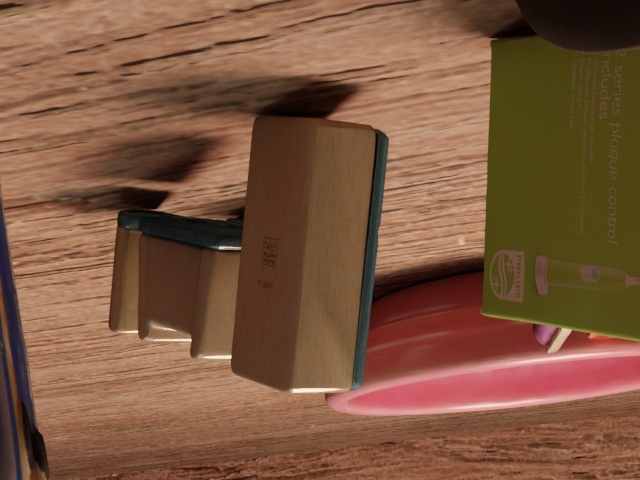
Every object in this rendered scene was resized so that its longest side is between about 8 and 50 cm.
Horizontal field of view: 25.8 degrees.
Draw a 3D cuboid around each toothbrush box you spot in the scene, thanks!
[{"bbox_3d":[0.219,-0.018,0.501,0.206,0.122,0.283,1,-177,-26],"label":"toothbrush box"}]

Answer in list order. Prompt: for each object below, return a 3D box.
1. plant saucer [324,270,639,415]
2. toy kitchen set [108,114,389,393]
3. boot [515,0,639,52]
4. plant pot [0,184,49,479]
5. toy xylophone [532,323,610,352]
[{"bbox_3d":[0.165,0.083,1.162,0.332,0.084,0.332,-6,167,-1],"label":"plant saucer"},{"bbox_3d":[0.000,0.000,0.734,0.166,0.122,0.207,3,-175,-35],"label":"toy kitchen set"},{"bbox_3d":[0.131,-0.117,0.243,0.115,0.112,0.305,-12,169,-25],"label":"boot"},{"bbox_3d":[-0.201,0.025,0.430,0.212,0.236,0.236,-9,167,-12],"label":"plant pot"},{"bbox_3d":[0.288,0.004,0.873,0.322,0.081,0.236,-8,166,9],"label":"toy xylophone"}]
